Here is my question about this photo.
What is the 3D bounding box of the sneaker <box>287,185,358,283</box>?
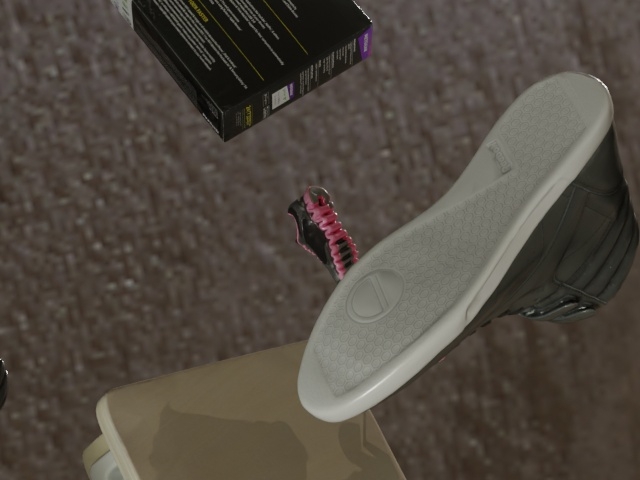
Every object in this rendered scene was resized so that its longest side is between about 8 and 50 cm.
[{"bbox_3d":[0.000,0.000,2.136,0.047,0.057,0.119,-13,76,-56],"label":"sneaker"}]

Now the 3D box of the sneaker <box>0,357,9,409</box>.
[{"bbox_3d":[-0.470,0.107,1.865,0.330,0.146,0.122,27,41,-5],"label":"sneaker"}]

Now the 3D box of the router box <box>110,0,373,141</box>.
[{"bbox_3d":[-0.066,-0.175,1.367,0.179,0.133,0.046,52,-18,21],"label":"router box"}]

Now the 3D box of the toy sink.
[{"bbox_3d":[-0.073,0.181,1.356,0.234,0.131,0.153,-12,68,-47],"label":"toy sink"}]

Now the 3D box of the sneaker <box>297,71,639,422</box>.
[{"bbox_3d":[0.116,0.037,1.274,0.296,0.104,0.147,-47,134,-14],"label":"sneaker"}]
